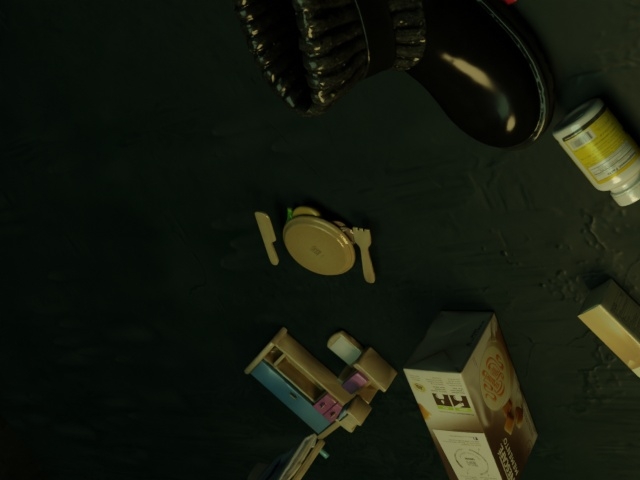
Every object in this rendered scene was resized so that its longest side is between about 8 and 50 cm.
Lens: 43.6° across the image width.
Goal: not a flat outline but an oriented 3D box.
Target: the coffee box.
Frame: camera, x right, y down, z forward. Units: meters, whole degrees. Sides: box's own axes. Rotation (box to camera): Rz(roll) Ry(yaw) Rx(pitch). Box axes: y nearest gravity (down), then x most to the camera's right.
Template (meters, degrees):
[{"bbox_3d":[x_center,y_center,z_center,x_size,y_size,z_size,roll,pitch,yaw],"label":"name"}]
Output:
[{"bbox_3d":[0.228,0.243,1.192,0.098,0.141,0.246,-3,121,38],"label":"coffee box"}]

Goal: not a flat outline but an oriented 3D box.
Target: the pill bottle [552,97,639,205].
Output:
[{"bbox_3d":[0.320,-0.097,0.899,0.116,0.065,0.065,50,138,-8],"label":"pill bottle"}]

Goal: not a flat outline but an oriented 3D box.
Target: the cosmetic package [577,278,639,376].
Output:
[{"bbox_3d":[0.389,0.112,1.023,0.115,0.060,0.041,45,138,-1],"label":"cosmetic package"}]

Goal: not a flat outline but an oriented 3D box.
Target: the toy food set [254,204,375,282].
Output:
[{"bbox_3d":[0.000,0.000,1.248,0.192,0.038,0.132,11,136,24],"label":"toy food set"}]

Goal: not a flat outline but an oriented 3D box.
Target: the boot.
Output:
[{"bbox_3d":[0.083,-0.191,0.850,0.348,0.260,0.131,51,143,-9],"label":"boot"}]

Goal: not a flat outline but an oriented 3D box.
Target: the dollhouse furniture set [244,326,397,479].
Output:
[{"bbox_3d":[-0.076,0.312,1.357,0.198,0.303,0.286,41,138,1],"label":"dollhouse furniture set"}]

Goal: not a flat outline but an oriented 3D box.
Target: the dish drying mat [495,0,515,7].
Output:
[{"bbox_3d":[0.184,-0.294,0.883,0.032,0.008,0.083,-20,111,47],"label":"dish drying mat"}]
